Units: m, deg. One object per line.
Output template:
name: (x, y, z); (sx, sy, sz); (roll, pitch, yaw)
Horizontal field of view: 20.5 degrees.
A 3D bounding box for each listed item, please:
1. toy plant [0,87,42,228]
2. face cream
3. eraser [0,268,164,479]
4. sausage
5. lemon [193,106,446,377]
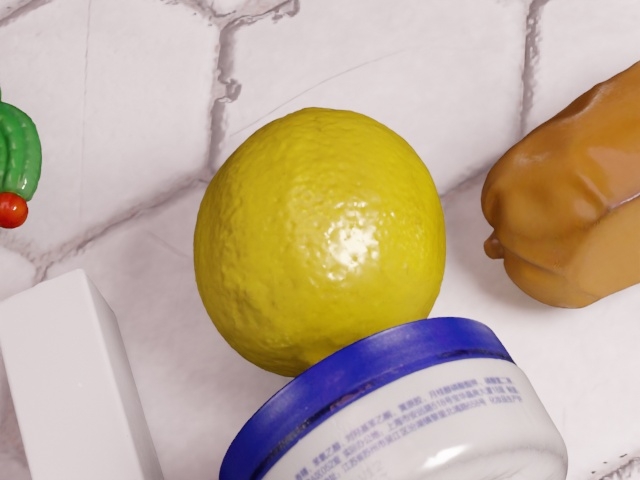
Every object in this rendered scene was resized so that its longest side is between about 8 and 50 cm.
toy plant: (-0.293, -0.056, 1.394); (0.154, 0.088, 0.240); (-26, 57, -1)
face cream: (0.049, 0.151, 1.100); (0.206, 0.206, 0.111); (-28, 60, -2)
eraser: (-0.153, 0.166, 1.227); (0.076, 0.078, 0.298); (-22, 56, 2)
sausage: (0.222, -0.048, 1.223); (0.241, 0.120, 0.136); (-32, 42, -4)
lemon: (0.000, 0.000, 1.224); (0.178, 0.178, 0.203); (-6, 60, 13)
